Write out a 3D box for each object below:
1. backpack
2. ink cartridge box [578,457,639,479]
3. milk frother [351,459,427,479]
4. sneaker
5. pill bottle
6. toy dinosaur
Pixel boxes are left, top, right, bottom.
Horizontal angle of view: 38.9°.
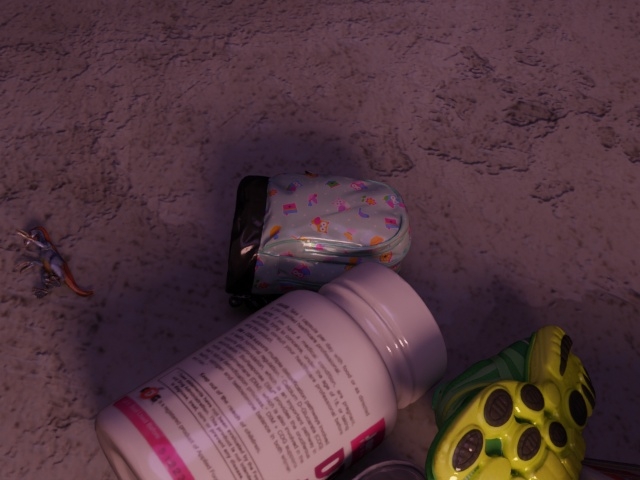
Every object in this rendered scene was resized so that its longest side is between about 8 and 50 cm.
[{"bbox_3d":[0.000,0.000,0.926,0.182,0.115,0.152,7,52,-3],"label":"backpack"},{"bbox_3d":[0.349,0.269,0.728,0.310,0.272,0.130,9,85,2],"label":"ink cartridge box"},{"bbox_3d":[0.052,0.272,0.724,0.129,0.134,0.143,-9,44,29],"label":"milk frother"},{"bbox_3d":[0.152,0.163,0.769,0.109,0.123,0.295,60,28,5],"label":"sneaker"},{"bbox_3d":[-0.036,0.143,0.793,0.283,0.160,0.160,-32,63,-24],"label":"pill bottle"},{"bbox_3d":[-0.284,0.022,0.945,0.090,0.047,0.082,23,38,-29],"label":"toy dinosaur"}]
